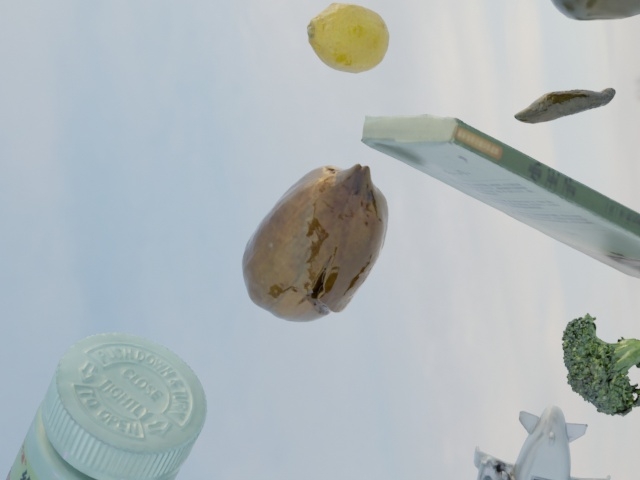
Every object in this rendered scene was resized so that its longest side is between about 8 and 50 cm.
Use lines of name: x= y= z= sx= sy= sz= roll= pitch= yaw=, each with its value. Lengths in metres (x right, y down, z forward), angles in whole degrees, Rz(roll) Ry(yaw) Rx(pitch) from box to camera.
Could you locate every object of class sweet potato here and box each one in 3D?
sweet potato: x=0.332 y=-0.184 z=1.352 sx=0.041 sy=0.153 sz=0.038 roll=-125 pitch=23 yaw=-64

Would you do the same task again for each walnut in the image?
walnut: x=0.000 y=0.000 z=1.630 sx=0.336 sy=0.209 sz=0.209 roll=-58 pitch=3 yaw=40

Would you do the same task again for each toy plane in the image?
toy plane: x=0.395 y=0.415 z=1.813 sx=0.117 sy=0.244 sz=0.245 roll=-18 pitch=-75 yaw=-82

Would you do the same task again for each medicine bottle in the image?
medicine bottle: x=-0.247 y=0.259 z=1.061 sx=0.318 sy=0.158 sz=0.158 roll=-59 pitch=-4 yaw=33

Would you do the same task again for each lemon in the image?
lemon: x=0.046 y=-0.336 z=1.679 sx=0.155 sy=0.114 sz=0.114 roll=7 pitch=-101 yaw=-34

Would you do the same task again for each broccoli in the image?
broccoli: x=0.309 y=0.133 z=1.101 sx=0.097 sy=0.092 sz=0.095 roll=53 pitch=169 yaw=50

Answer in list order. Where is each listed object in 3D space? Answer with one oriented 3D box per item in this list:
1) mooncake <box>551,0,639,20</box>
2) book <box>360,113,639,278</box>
mooncake: x=0.355 y=-0.480 z=1.108 sx=0.467 sy=0.262 sz=0.467 roll=-11 pitch=-90 yaw=-88
book: x=0.183 y=-0.023 z=0.781 sx=0.026 sy=0.289 sz=0.201 roll=-65 pitch=17 yaw=0
